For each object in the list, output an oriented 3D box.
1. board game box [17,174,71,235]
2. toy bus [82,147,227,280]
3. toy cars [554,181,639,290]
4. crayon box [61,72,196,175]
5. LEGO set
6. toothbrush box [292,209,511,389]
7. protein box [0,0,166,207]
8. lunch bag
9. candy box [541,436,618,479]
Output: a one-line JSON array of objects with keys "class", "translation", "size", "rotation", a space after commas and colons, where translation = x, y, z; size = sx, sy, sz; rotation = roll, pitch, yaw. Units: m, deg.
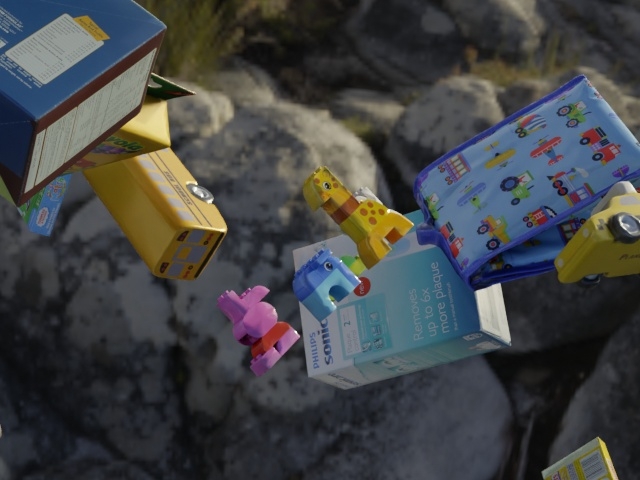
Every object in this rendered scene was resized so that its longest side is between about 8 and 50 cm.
[{"class": "board game box", "translation": [-0.454, -0.122, 2.116], "size": [0.039, 0.160, 0.211], "rotation": [14, 16, -30]}, {"class": "toy bus", "translation": [-0.277, -0.079, 2.091], "size": [0.130, 0.108, 0.332], "rotation": [8, 33, -46]}, {"class": "toy cars", "translation": [0.425, -0.061, 1.412], "size": [0.394, 0.176, 0.087], "rotation": [-27, 62, 5]}, {"class": "crayon box", "translation": [-0.357, -0.164, 1.831], "size": [0.319, 0.081, 0.202], "rotation": [-12, -15, 27]}, {"class": "LEGO set", "translation": [0.000, 0.000, 1.110], "size": [0.093, 0.087, 0.227], "rotation": [47, 49, -2]}, {"class": "toothbrush box", "translation": [0.121, 0.087, 2.013], "size": [0.296, 0.126, 0.216], "rotation": [-17, 66, 26]}, {"class": "protein box", "translation": [-0.303, -0.182, 1.315], "size": [0.200, 0.136, 0.201], "rotation": [37, 48, 8]}, {"class": "lunch bag", "translation": [0.261, -0.059, 1.686], "size": [0.293, 0.138, 0.221], "rotation": [-21, 41, -2]}, {"class": "candy box", "translation": [0.386, 0.383, 1.864], "size": [0.027, 0.105, 0.206], "rotation": [40, 23, -29]}]
